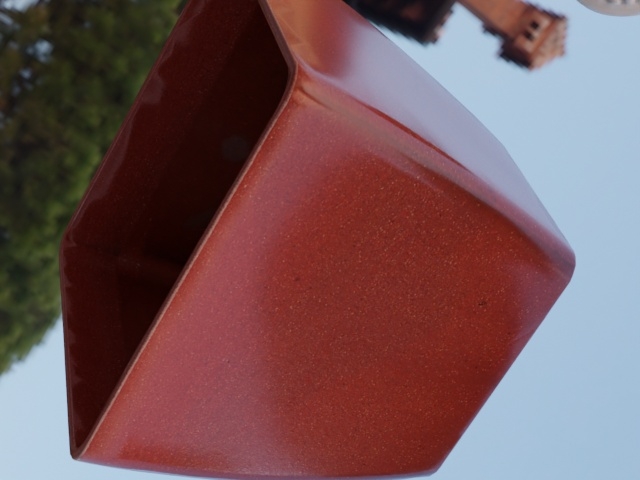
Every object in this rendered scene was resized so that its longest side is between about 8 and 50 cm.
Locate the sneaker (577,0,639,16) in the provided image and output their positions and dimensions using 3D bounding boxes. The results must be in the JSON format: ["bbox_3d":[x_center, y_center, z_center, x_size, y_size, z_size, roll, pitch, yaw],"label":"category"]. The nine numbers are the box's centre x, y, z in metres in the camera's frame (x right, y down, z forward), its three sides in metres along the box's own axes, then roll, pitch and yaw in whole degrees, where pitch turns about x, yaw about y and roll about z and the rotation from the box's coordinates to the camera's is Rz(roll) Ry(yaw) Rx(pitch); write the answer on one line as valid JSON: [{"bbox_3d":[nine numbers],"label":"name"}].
[{"bbox_3d":[0.326,-0.297,1.114,0.366,0.135,0.150,-39,-178,4],"label":"sneaker"}]

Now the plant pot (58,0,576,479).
[{"bbox_3d":[0.000,0.000,0.948,0.267,0.236,0.267,-59,-156,20],"label":"plant pot"}]
